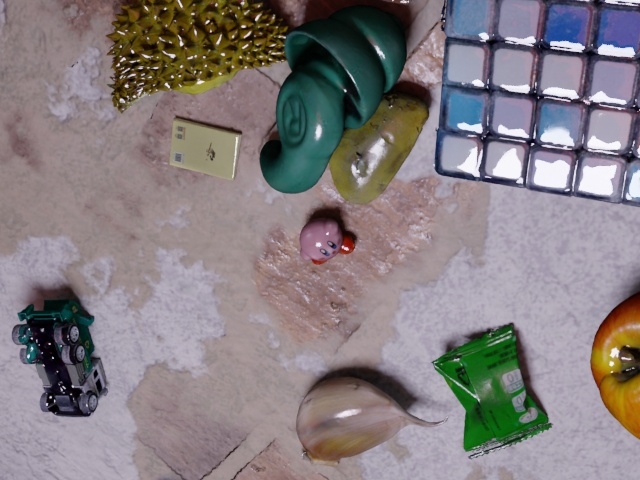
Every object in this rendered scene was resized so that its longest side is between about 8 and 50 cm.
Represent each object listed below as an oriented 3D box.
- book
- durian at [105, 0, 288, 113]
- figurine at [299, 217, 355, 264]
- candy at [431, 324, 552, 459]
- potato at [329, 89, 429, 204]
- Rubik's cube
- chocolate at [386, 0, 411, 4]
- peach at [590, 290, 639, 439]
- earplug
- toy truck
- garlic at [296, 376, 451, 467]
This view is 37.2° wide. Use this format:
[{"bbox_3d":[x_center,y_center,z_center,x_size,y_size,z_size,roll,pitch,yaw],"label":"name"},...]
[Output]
[{"bbox_3d":[-0.181,-0.143,1.495,0.111,0.014,0.077,15,116,10],"label":"book"},{"bbox_3d":[-0.204,-0.280,1.386,0.306,0.166,0.172,-20,79,23],"label":"durian"},{"bbox_3d":[0.000,0.000,1.473,0.083,0.071,0.067,-37,56,17],"label":"figurine"},{"bbox_3d":[0.266,0.247,1.496,0.141,0.078,0.203,-17,111,21],"label":"candy"},{"bbox_3d":[0.083,-0.138,1.388,0.105,0.085,0.188,40,111,-6],"label":"potato"},{"bbox_3d":[0.321,-0.228,1.154,0.293,0.287,0.292,8,114,22],"label":"Rubik's cube"},{"bbox_3d":[-0.012,-0.404,1.303,0.321,0.112,0.112,12,123,9],"label":"chocolate"},{"bbox_3d":[0.521,0.182,1.316,0.281,0.238,0.281,0,155,0],"label":"peach"},{"bbox_3d":[0.017,-0.200,1.340,0.280,0.257,0.164,-43,64,-9],"label":"earplug"},{"bbox_3d":[-0.438,0.196,1.648,0.110,0.116,0.216,-2,118,17],"label":"toy truck"},{"bbox_3d":[0.064,0.282,1.541,0.267,0.148,0.128,-21,64,38],"label":"garlic"}]
